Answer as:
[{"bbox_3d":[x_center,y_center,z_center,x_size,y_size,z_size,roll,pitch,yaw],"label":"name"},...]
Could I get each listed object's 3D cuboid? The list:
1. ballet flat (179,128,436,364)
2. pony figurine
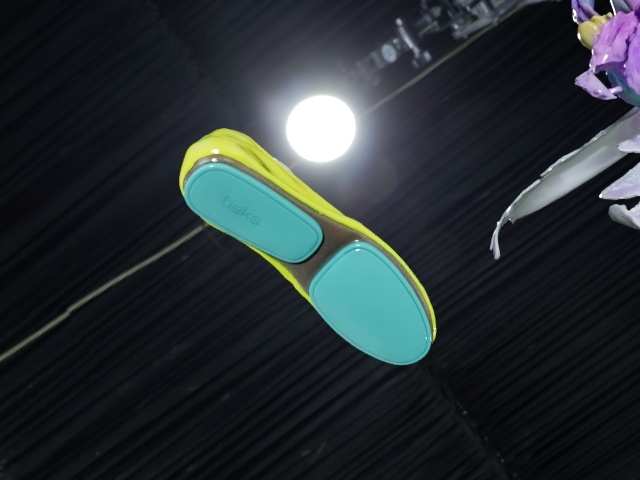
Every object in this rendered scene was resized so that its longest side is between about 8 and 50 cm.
[{"bbox_3d":[0.000,0.000,0.463,0.231,0.077,0.077,39,24,-21],"label":"ballet flat"},{"bbox_3d":[0.289,-0.148,0.497,0.303,0.351,0.364,-162,-132,-81],"label":"pony figurine"}]
